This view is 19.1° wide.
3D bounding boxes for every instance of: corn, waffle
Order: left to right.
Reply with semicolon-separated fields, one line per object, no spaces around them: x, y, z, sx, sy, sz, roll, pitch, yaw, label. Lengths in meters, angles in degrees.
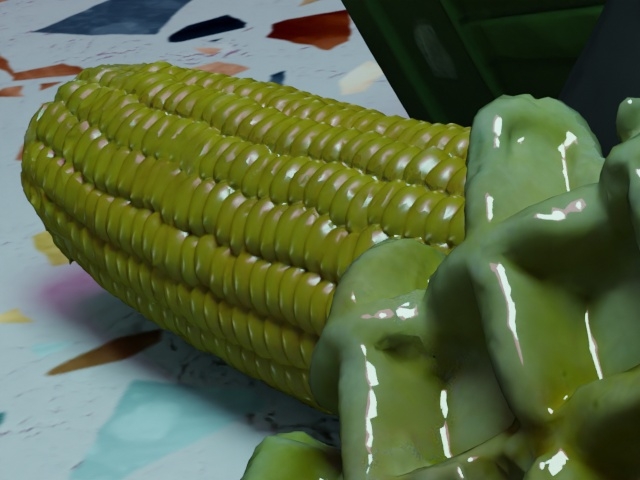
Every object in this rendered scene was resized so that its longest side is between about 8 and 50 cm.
0.000;0.000;0.799;0.131;0.131;0.344;-25;29;-34;corn
0.063;0.114;0.378;0.056;0.292;0.309;24;3;-40;waffle

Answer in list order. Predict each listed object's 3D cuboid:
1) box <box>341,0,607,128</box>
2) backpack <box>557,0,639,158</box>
0.160;-0.139;0.817;0.178;0.253;0.328;-46;27;-27;box
0.236;0.024;0.448;0.255;0.363;0.445;11;16;-44;backpack
